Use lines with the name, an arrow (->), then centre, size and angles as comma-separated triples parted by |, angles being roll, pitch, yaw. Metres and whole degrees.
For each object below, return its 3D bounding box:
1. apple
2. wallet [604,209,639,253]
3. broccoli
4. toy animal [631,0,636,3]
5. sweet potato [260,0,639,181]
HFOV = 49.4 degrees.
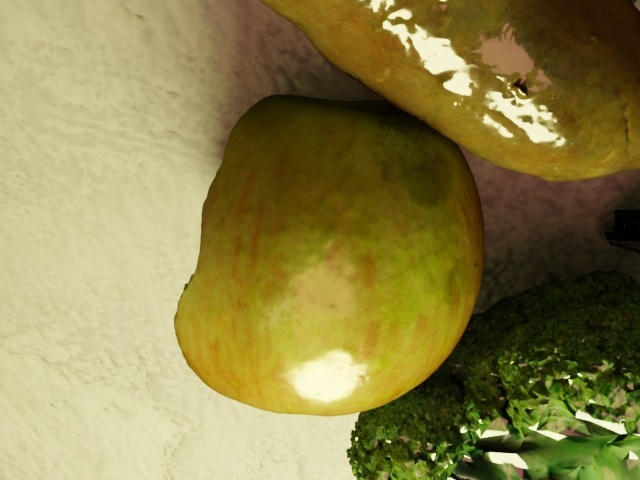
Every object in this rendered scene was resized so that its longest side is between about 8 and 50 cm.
apple -> 0.000, 0.000, 0.531 | 0.246, 0.246, 0.226 | 4, 117, 4
wallet -> 0.362, 0.017, 0.556 | 0.222, 0.167, 0.036 | 17, 87, -7
broccoli -> 0.230, 0.182, 0.599 | 0.413, 0.321, 0.310 | 0, 95, 8
toy animal -> 0.171, -0.220, 0.439 | 0.100, 0.103, 0.208 | -22, 123, 30
sweet potato -> 0.096, -0.139, 0.436 | 0.369, 0.158, 0.158 | 36, 121, -23
